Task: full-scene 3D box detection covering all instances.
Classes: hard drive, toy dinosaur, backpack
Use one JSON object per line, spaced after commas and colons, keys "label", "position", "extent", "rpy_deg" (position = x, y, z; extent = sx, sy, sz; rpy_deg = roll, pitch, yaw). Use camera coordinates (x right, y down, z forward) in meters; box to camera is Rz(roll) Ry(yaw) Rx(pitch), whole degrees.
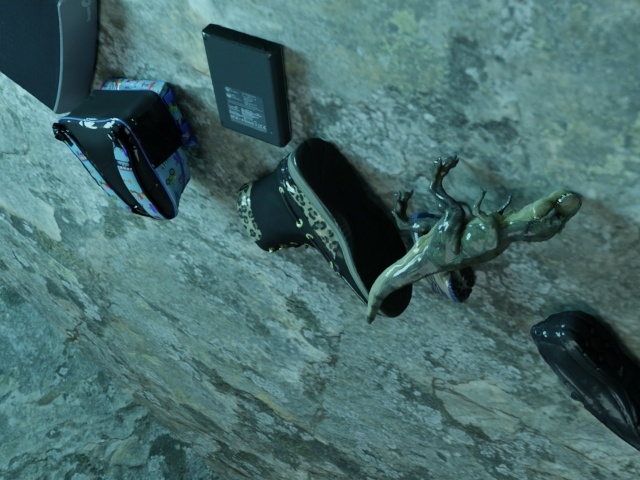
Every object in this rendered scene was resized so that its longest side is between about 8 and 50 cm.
{"label": "hard drive", "position": [-0.082, -0.174, 0.784], "extent": [0.094, 0.022, 0.135], "rpy_deg": [23, 146, 20]}
{"label": "toy dinosaur", "position": [0.126, -0.013, 0.720], "extent": [0.268, 0.064, 0.118], "rpy_deg": [-30, 73, 34]}
{"label": "hard drive", "position": [-0.376, -0.278, 0.893], "extent": [0.172, 0.054, 0.254], "rpy_deg": [37, 148, -3]}
{"label": "backpack", "position": [-0.241, -0.115, 0.921], "extent": [0.158, 0.117, 0.173], "rpy_deg": [8, 139, 36]}

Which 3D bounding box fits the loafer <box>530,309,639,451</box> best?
{"label": "loafer", "position": [0.334, 0.170, 0.805], "extent": [0.223, 0.076, 0.078], "rpy_deg": [47, 152, -10]}

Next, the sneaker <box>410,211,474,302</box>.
{"label": "sneaker", "position": [0.130, 0.022, 0.819], "extent": [0.058, 0.052, 0.135], "rpy_deg": [8, 137, 48]}

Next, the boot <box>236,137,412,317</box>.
{"label": "boot", "position": [0.001, -0.002, 0.867], "extent": [0.179, 0.085, 0.236], "rpy_deg": [-18, 107, 54]}
